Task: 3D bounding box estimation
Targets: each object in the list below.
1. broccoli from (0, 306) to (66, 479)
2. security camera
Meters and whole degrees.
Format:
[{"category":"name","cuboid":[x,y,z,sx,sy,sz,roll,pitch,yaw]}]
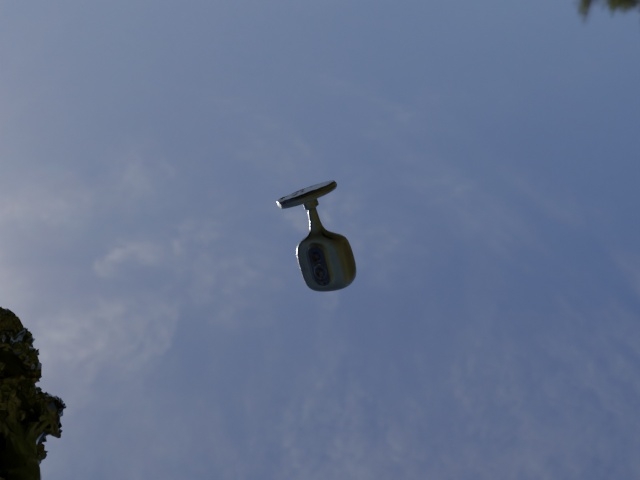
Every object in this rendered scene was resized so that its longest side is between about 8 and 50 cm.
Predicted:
[{"category":"broccoli","cuboid":[-0.148,0.082,0.421,0.120,0.130,0.131,32,-107,31]},{"category":"security camera","cuboid":[0.000,0.000,1.010,0.058,0.092,0.058,-18,-173,2]}]
